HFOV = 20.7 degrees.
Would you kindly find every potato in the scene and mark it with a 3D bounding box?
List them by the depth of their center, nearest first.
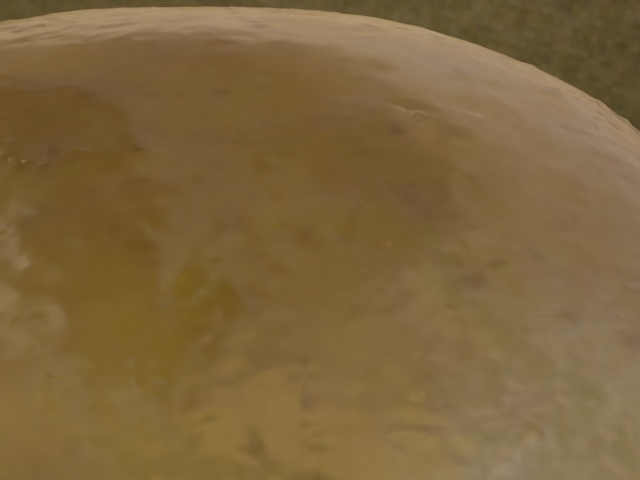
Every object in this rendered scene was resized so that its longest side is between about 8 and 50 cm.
[{"bbox_3d":[0.021,0.102,0.659,0.319,0.385,0.442,-9,-148,-5],"label":"potato"}]
